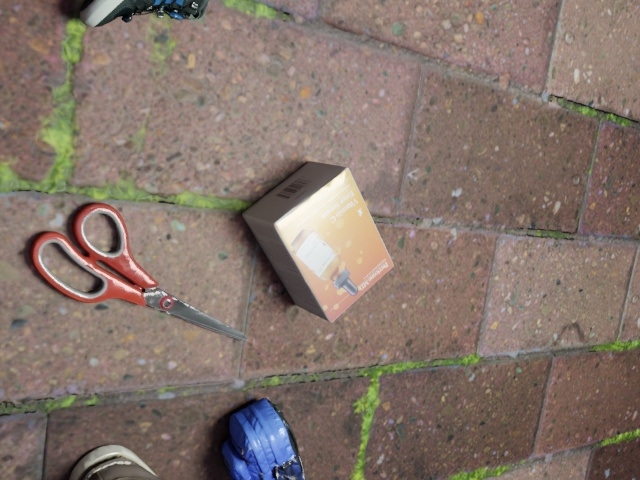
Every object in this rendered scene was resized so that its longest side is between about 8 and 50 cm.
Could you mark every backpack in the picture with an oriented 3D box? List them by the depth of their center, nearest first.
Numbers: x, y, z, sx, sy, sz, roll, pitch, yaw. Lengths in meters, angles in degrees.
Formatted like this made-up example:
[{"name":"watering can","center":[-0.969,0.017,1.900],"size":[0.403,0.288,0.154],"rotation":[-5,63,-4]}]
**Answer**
[{"name":"backpack","center":[-0.081,0.288,0.832],"size":[0.101,0.098,0.120],"rotation":[-22,114,-26]}]

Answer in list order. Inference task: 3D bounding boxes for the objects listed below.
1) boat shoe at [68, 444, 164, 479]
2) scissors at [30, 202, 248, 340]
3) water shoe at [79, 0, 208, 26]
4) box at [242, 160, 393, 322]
[{"name":"boat shoe","center":[-0.181,0.382,0.784],"size":[0.116,0.097,0.324],"rotation":[-48,123,-16]},{"name":"scissors","center":[-0.211,0.075,0.741],"size":[0.109,0.021,0.297],"rotation":[-51,125,-17]},{"name":"water shoe","center":[-0.159,-0.271,0.658],"size":[0.203,0.073,0.080],"rotation":[-42,124,-19]},{"name":"box","center":[0.000,0.000,0.824],"size":[0.130,0.091,0.170],"rotation":[-41,121,-21]}]
